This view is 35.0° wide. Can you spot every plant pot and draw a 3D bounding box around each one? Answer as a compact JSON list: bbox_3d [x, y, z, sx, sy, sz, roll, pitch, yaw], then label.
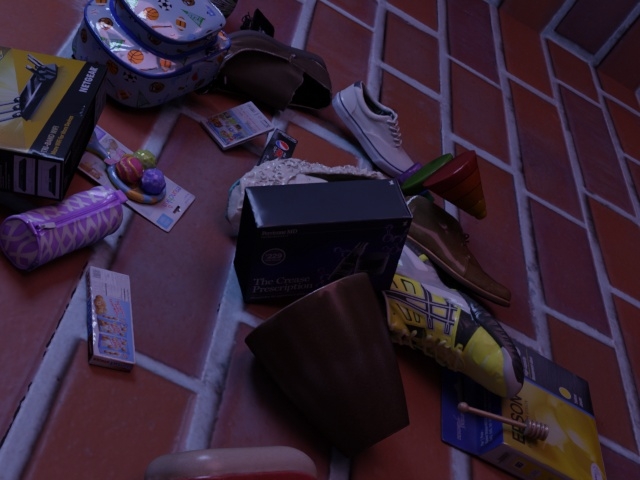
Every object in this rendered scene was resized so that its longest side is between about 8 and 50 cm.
[{"bbox_3d":[0.033,0.201,1.535,0.215,0.215,0.230,-14,70,-51],"label":"plant pot"}]

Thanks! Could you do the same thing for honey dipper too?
[{"bbox_3d":[0.302,0.300,1.692,0.160,0.030,0.030,17,35,-11],"label":"honey dipper"}]

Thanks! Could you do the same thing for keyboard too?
[{"bbox_3d":[-0.158,-0.492,2.417,0.100,0.038,0.192,49,24,-25],"label":"keyboard"}]

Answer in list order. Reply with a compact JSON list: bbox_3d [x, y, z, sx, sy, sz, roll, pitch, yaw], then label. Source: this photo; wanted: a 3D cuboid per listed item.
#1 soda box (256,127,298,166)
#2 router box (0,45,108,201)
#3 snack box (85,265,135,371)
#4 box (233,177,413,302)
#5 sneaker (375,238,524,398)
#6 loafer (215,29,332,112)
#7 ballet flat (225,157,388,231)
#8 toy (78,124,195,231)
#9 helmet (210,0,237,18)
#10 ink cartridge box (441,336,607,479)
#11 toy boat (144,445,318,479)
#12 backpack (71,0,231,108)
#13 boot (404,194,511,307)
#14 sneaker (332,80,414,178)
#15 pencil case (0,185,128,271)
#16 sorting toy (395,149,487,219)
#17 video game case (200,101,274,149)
[{"bbox_3d":[-0.093,-0.151,1.988,0.053,0.060,0.169,29,33,-6],"label":"soda box"},{"bbox_3d":[-0.484,-0.194,1.584,0.243,0.081,0.309,9,36,-5],"label":"router box"},{"bbox_3d":[-0.306,0.111,1.475,0.064,0.022,0.178,18,36,-28],"label":"snack box"},{"bbox_3d":[0.000,0.000,1.684,0.261,0.184,0.103,-4,45,-17],"label":"box"},{"bbox_3d":[0.194,0.155,1.799,0.147,0.145,0.384,-35,59,-23],"label":"sneaker"},{"bbox_3d":[-0.097,-0.354,2.181,0.366,0.134,0.130,-2,47,-45],"label":"loafer"},{"bbox_3d":[0.001,-0.086,1.891,0.147,0.147,0.409,49,33,21],"label":"ballet flat"},{"bbox_3d":[-0.325,-0.128,1.740,0.237,0.056,0.137,33,33,-4],"label":"toy"},{"bbox_3d":[-0.266,-0.560,2.269,0.169,0.169,0.161,20,18,-24],"label":"helmet"},{"bbox_3d":[0.362,0.300,1.824,0.307,0.072,0.303,30,33,-14],"label":"ink cartridge box"},{"bbox_3d":[-0.106,0.341,1.284,0.231,0.151,0.151,7,72,-38],"label":"toy boat"},{"bbox_3d":[-0.326,-0.382,1.931,0.276,0.213,0.263,41,52,9],"label":"backpack"},{"bbox_3d":[0.272,0.022,2.033,0.305,0.115,0.112,36,-5,-4],"label":"boot"},{"bbox_3d":[0.137,-0.241,2.261,0.258,0.091,0.094,46,34,-13],"label":"sneaker"},{"bbox_3d":[-0.383,-0.024,1.516,0.086,0.088,0.206,48,32,6],"label":"pencil case"},{"bbox_3d":[0.257,-0.098,2.098,0.126,0.127,0.365,54,-8,-9],"label":"sorting toy"},{"bbox_3d":[-0.165,-0.229,2.019,0.122,0.011,0.087,-25,59,-29],"label":"video game case"}]
